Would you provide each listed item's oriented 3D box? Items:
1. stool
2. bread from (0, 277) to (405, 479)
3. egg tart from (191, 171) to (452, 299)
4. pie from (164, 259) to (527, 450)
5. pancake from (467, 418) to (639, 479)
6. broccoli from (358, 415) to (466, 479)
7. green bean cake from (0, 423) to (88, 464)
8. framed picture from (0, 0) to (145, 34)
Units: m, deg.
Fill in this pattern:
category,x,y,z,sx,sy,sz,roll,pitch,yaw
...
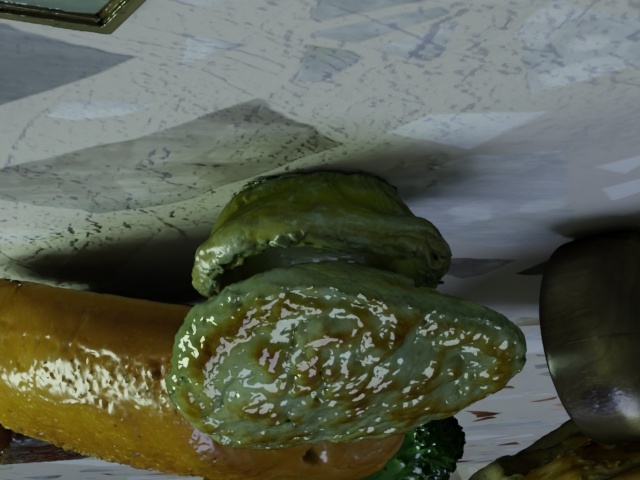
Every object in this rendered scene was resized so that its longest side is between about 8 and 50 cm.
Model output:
category,x,y,z,sx,sy,sz,roll,pitch,yaw
stool,0.335,0.061,1.184,0.264,0.179,0.179,-14,163,36
bread,-0.121,0.126,1.230,0.337,0.148,0.328,6,176,32
egg tart,0.000,0.000,1.056,0.197,0.078,0.197,-5,164,-1
pie,0.011,0.077,1.011,0.248,0.090,0.201,12,141,-33
pancake,0.267,0.208,1.362,0.387,0.082,0.387,-20,180,0
broccoli,-0.002,0.202,1.478,0.297,0.297,0.298,7,133,7
green bean cake,-0.328,0.208,1.752,0.198,0.097,0.232,3,165,-30
framed picture,-0.158,-0.130,0.631,0.201,0.010,0.136,4,163,-30
